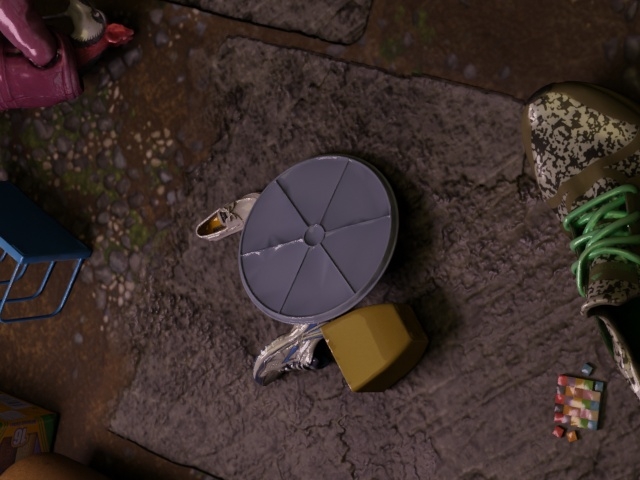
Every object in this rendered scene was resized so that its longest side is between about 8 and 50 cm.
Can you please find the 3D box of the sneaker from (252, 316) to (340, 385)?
[{"bbox_3d":[-0.023,0.126,1.862,0.135,0.052,0.058,-46,73,27],"label":"sneaker"}]

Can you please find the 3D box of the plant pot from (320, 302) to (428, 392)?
[{"bbox_3d":[0.066,0.108,1.786,0.083,0.081,0.081,-34,72,20],"label":"plant pot"}]

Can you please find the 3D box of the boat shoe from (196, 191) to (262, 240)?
[{"bbox_3d":[-0.103,-0.027,1.923,0.100,0.035,0.035,-25,76,32],"label":"boat shoe"}]

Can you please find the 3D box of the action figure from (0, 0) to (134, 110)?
[{"bbox_3d":[-0.400,-0.200,1.973,0.370,0.248,0.275,-10,60,4],"label":"action figure"}]

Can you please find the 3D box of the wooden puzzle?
[{"bbox_3d":[0.262,0.165,1.693,0.049,0.006,0.083,8,95,34],"label":"wooden puzzle"}]

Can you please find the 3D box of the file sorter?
[{"bbox_3d":[-0.397,0.013,2.075,0.170,0.118,0.104,38,113,28],"label":"file sorter"}]

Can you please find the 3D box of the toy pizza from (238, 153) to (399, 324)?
[{"bbox_3d":[0.000,0.000,1.831,0.201,0.032,0.201,-13,63,27],"label":"toy pizza"}]

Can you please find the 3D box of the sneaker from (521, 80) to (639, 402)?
[{"bbox_3d":[0.296,0.020,1.564,0.158,0.182,0.410,-37,70,29],"label":"sneaker"}]

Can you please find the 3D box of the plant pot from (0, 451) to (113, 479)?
[{"bbox_3d":[-0.283,0.369,1.956,0.254,0.237,0.237,42,113,43],"label":"plant pot"}]

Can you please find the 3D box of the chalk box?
[{"bbox_3d":[-0.437,0.304,2.093,0.132,0.132,0.213,18,100,33],"label":"chalk box"}]
